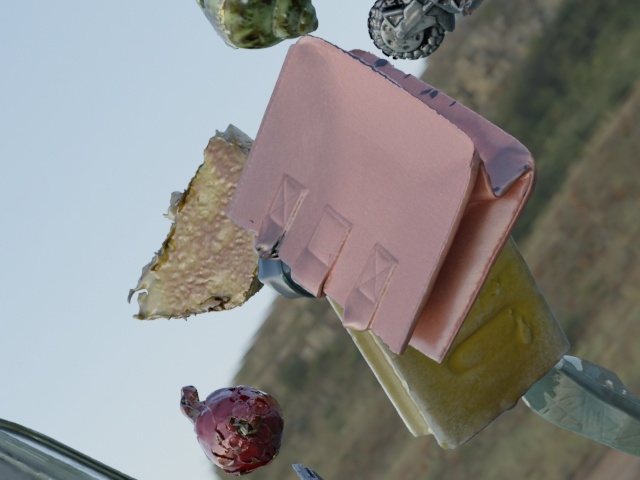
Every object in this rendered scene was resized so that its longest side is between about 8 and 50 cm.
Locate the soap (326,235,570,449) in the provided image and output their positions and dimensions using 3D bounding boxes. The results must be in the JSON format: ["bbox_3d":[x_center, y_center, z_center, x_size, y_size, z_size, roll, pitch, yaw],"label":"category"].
[{"bbox_3d":[0.101,0.037,1.692,0.173,0.274,0.089,-40,26,-15],"label":"soap"}]

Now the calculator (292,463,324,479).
[{"bbox_3d":[0.053,0.344,2.054,0.028,0.166,0.274,-45,21,0],"label":"calculator"}]

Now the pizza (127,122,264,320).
[{"bbox_3d":[-0.141,0.009,2.389,0.297,0.189,0.071,-56,-25,14],"label":"pizza"}]

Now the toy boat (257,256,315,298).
[{"bbox_3d":[0.003,-0.002,2.159,0.122,0.114,0.296,-23,8,21],"label":"toy boat"}]

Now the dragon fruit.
[{"bbox_3d":[-0.094,0.189,1.904,0.094,0.094,0.190,-50,22,-12],"label":"dragon fruit"}]

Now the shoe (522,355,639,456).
[{"bbox_3d":[0.334,0.193,2.245,0.079,0.195,0.078,-65,-7,32],"label":"shoe"}]

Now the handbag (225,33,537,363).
[{"bbox_3d":[0.033,-0.030,1.193,0.059,0.212,0.157,11,-72,-41],"label":"handbag"}]

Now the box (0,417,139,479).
[{"bbox_3d":[-0.240,0.264,1.543,0.138,0.274,0.178,28,-98,-50],"label":"box"}]

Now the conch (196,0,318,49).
[{"bbox_3d":[-0.078,-0.282,2.049,0.124,0.181,0.187,-16,-30,-9],"label":"conch"}]

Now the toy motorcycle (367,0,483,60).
[{"bbox_3d":[0.094,-0.328,1.879,0.108,0.173,0.307,-64,-39,-54],"label":"toy motorcycle"}]
